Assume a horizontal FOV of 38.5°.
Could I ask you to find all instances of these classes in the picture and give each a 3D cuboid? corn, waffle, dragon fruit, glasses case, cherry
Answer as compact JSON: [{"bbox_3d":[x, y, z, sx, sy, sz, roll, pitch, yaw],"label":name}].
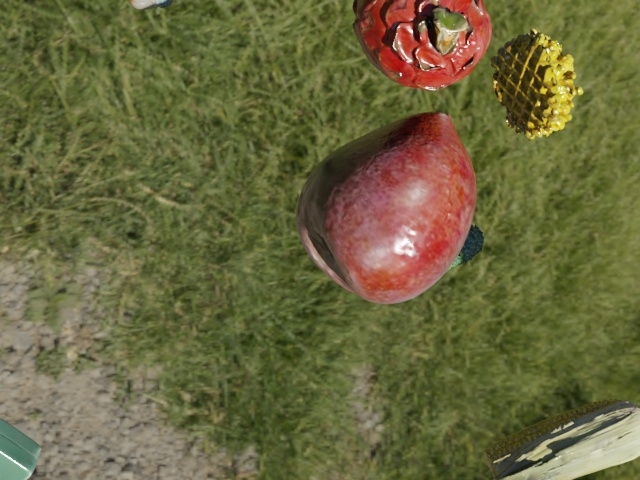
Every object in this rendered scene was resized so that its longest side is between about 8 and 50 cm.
[{"bbox_3d":[0.423,0.368,1.593,0.305,0.123,0.122,-20,102,-7],"label":"corn"},{"bbox_3d":[0.394,-0.287,1.694,0.070,0.197,0.193,-20,88,-25],"label":"waffle"},{"bbox_3d":[0.130,-0.279,1.165,0.172,0.172,0.209,33,24,-40],"label":"dragon fruit"},{"bbox_3d":[-0.389,0.199,0.961,0.184,0.078,0.039,43,26,-23],"label":"glasses case"},{"bbox_3d":[0.095,-0.037,1.153,0.239,0.239,0.206,-34,103,-47],"label":"cherry"}]

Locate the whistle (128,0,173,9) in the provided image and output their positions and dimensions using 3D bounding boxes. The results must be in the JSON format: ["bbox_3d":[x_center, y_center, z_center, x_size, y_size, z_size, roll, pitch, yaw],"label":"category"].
[{"bbox_3d":[-0.298,-0.446,1.575,0.220,0.107,0.057,7,60,-80],"label":"whistle"}]

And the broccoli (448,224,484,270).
[{"bbox_3d":[0.166,-0.057,1.600,0.269,0.261,0.241,24,61,-6],"label":"broccoli"}]
